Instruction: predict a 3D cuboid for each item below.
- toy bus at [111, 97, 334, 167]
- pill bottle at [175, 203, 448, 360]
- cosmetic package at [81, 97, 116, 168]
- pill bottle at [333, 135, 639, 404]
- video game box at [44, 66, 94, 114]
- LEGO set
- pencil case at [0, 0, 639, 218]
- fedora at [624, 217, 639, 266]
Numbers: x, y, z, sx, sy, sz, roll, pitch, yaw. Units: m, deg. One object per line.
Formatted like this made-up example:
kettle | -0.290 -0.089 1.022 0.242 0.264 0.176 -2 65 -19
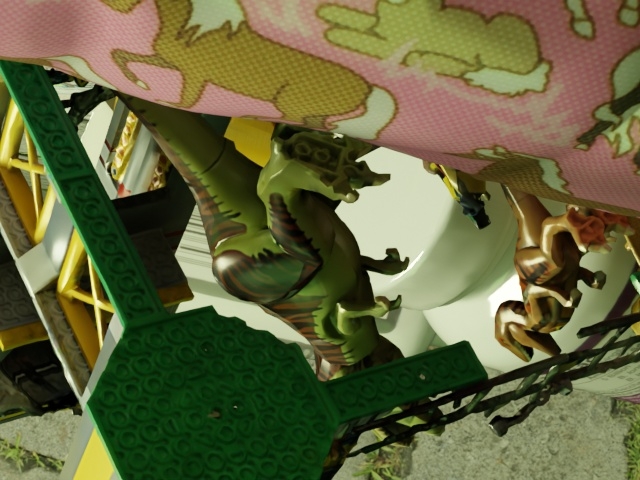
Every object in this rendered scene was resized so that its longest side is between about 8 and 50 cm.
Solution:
toy bus | -0.021 -0.067 0.896 0.202 0.104 0.191 9 174 28
pill bottle | 0.000 0.000 1.152 0.318 0.176 0.176 13 174 -8
cosmetic package | -0.084 -0.056 0.979 0.115 0.041 0.060 -2 -138 -41
pill bottle | 0.156 -0.001 0.860 0.301 0.169 0.169 16 173 -31
video game box | -0.206 -0.124 1.010 0.205 0.048 0.187 7 174 38
LEGO set | 0.002 0.017 0.538 0.331 0.255 0.192 -23 155 -34
pencil case | 0.003 -0.092 0.386 0.386 0.167 0.160 13 134 -14
fedora | 0.225 -0.014 0.741 0.194 0.194 0.079 15 144 -27
